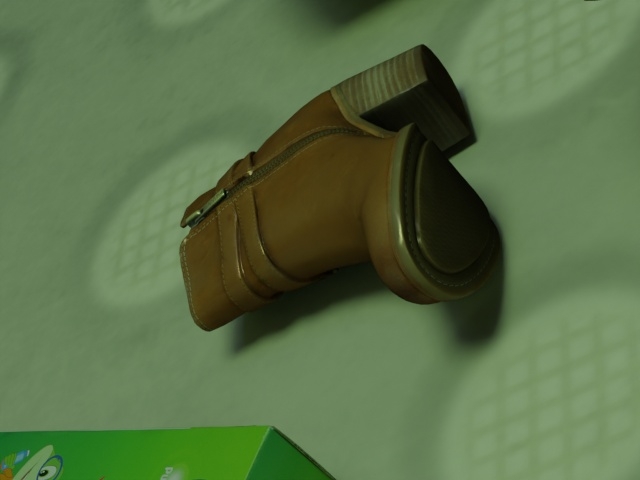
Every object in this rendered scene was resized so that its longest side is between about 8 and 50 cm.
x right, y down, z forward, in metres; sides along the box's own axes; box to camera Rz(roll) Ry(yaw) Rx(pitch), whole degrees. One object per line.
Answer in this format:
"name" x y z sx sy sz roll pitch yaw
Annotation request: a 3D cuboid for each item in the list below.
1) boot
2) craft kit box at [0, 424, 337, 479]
"boot" 0.000 0.000 0.904 0.152 0.073 0.197 -32 22 18
"craft kit box" -0.137 0.198 0.850 0.247 0.061 0.249 -5 50 42
